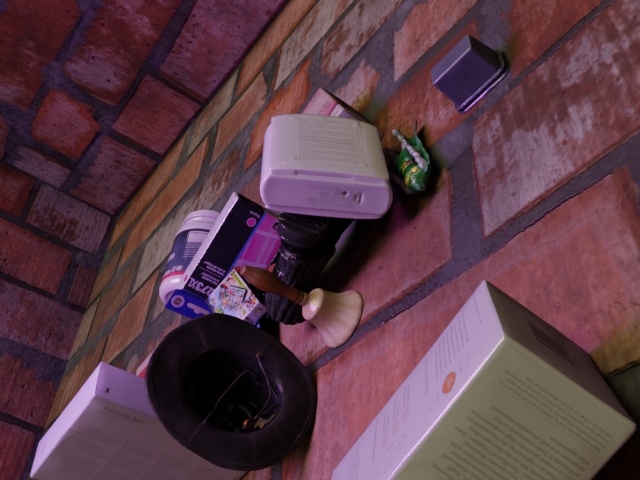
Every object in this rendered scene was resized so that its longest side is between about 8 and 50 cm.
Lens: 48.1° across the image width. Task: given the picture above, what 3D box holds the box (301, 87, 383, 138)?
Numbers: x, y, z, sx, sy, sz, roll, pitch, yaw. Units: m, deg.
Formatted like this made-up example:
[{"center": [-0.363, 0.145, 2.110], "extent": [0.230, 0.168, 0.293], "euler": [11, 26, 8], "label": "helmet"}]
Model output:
[{"center": [0.034, -0.264, 1.773], "extent": [0.149, 0.126, 0.232], "euler": [-55, 25, 12], "label": "box"}]

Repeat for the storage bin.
[{"center": [0.285, -0.336, 1.407], "extent": [0.135, 0.091, 0.098], "euler": [-41, 31, 36], "label": "storage bin"}]

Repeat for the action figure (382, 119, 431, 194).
[{"center": [0.177, -0.155, 1.456], "extent": [0.137, 0.063, 0.232], "euler": [-63, 19, 21], "label": "action figure"}]

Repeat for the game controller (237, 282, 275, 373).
[{"center": [-0.172, 0.219, 1.733], "extent": [0.166, 0.067, 0.319], "euler": [-48, 28, 27], "label": "game controller"}]

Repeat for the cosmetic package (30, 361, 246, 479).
[{"center": [-0.351, 0.431, 1.479], "extent": [0.284, 0.377, 0.097], "euler": [-47, 29, 27], "label": "cosmetic package"}]

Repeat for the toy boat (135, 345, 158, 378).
[{"center": [-0.391, 0.365, 1.955], "extent": [0.231, 0.151, 0.151], "euler": [-46, 59, 31], "label": "toy boat"}]

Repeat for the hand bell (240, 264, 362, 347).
[{"center": [-0.049, 0.105, 1.402], "extent": [0.126, 0.242, 0.126], "euler": [-44, 29, 32], "label": "hand bell"}]

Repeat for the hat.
[{"center": [-0.182, 0.309, 1.396], "extent": [0.134, 0.331, 0.331], "euler": [118, 164, -48], "label": "hat"}]

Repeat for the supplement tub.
[{"center": [-0.343, 0.068, 2.072], "extent": [0.191, 0.191, 0.272], "euler": [-36, 35, 43], "label": "supplement tub"}]

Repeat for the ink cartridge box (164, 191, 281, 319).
[{"center": [-0.245, 0.070, 1.899], "extent": [0.371, 0.175, 0.069], "euler": [-57, 25, 11], "label": "ink cartridge box"}]

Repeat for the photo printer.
[{"center": [0.007, -0.166, 1.478], "extent": [0.308, 0.255, 0.107], "euler": [-95, 10, -57], "label": "photo printer"}]

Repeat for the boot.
[{"center": [-0.004, -0.001, 1.569], "extent": [0.348, 0.131, 0.260], "euler": [-42, -30, -45], "label": "boot"}]

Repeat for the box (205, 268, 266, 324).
[{"center": [-0.209, 0.158, 1.768], "extent": [0.114, 0.036, 0.207], "euler": [-48, 31, -1], "label": "box"}]

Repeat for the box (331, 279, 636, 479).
[{"center": [0.164, 0.252, 0.844], "extent": [0.345, 0.168, 0.215], "euler": [-55, 1, 15], "label": "box"}]
